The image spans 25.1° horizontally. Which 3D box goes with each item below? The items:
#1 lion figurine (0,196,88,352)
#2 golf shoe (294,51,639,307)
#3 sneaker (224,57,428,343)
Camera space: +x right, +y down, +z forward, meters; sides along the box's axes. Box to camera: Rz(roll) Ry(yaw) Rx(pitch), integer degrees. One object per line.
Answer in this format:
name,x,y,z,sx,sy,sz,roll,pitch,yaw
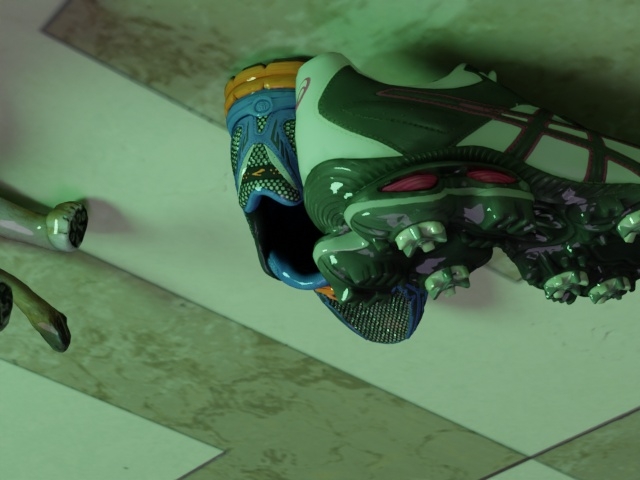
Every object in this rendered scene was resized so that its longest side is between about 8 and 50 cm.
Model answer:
lion figurine,-0.287,-0.043,0.752,0.240,0.142,0.392,6,150,14
golf shoe,0.109,-0.037,0.731,0.273,0.120,0.105,4,145,-37
sneaker,0.000,0.000,0.803,0.083,0.087,0.221,-10,142,23
